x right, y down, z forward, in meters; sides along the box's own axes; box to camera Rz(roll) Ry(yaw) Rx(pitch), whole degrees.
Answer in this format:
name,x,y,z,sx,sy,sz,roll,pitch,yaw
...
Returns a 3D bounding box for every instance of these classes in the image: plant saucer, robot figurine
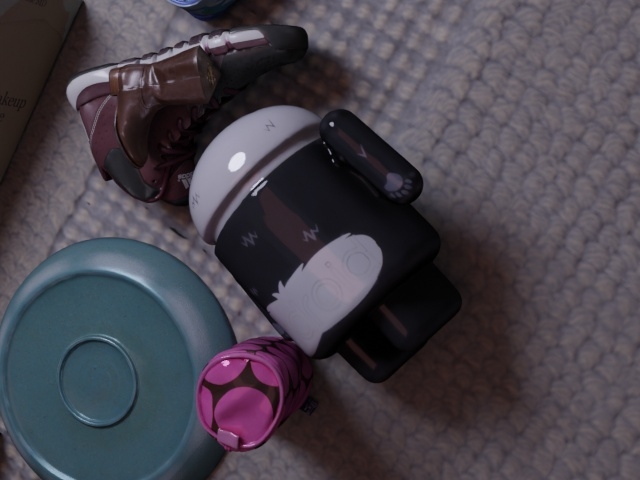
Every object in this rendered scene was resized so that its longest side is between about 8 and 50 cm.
name,x,y,z,sx,sy,sz,roll,pitch,yaw
plant saucer,-0.243,0.155,0.996,0.318,0.044,0.317,1,93,18
robot figurine,0.002,-0.002,0.846,0.209,0.173,0.278,-45,79,3

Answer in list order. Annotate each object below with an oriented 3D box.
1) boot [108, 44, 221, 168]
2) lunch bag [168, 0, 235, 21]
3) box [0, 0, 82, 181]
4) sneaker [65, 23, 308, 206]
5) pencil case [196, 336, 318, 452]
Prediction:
name,x,y,z,sx,sy,sz,roll,pitch,yaw
boot,-0.146,-0.128,0.860,0.114,0.037,0.106,-6,103,22
lunch bag,-0.141,-0.351,0.918,0.176,0.090,0.219,-44,79,13
box,-0.408,-0.167,0.983,0.121,0.148,0.311,31,102,13
sneaker,-0.126,-0.122,0.927,0.282,0.106,0.162,-10,96,27
pencil case,-0.059,0.146,0.849,0.095,0.209,0.098,26,89,9
